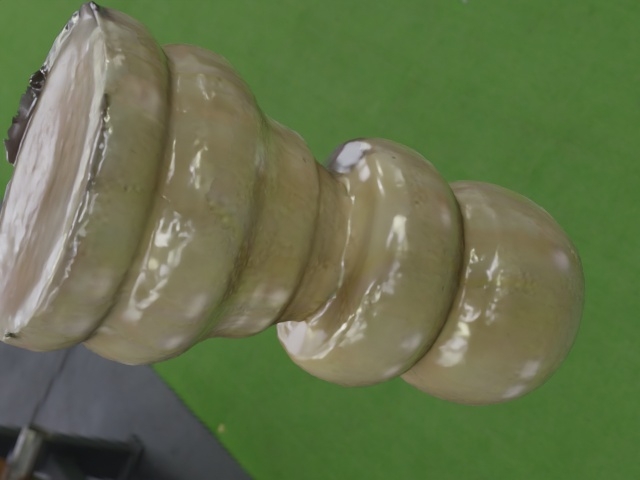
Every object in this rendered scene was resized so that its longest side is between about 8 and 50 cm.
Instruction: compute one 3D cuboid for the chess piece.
[{"bbox_3d":[0.000,0.000,0.577,0.143,0.261,0.142,-43,40,51],"label":"chess piece"}]
